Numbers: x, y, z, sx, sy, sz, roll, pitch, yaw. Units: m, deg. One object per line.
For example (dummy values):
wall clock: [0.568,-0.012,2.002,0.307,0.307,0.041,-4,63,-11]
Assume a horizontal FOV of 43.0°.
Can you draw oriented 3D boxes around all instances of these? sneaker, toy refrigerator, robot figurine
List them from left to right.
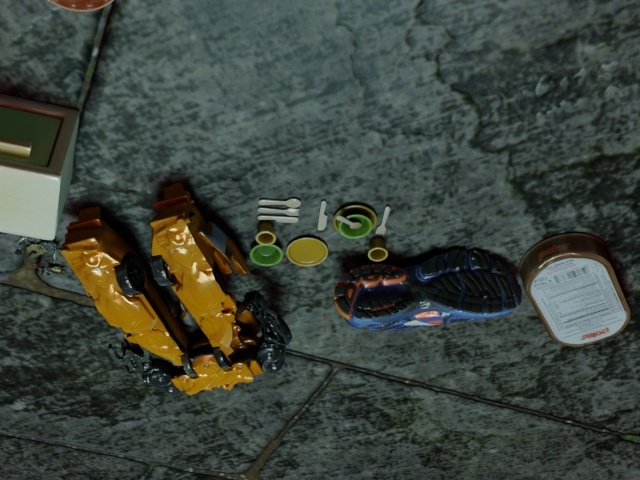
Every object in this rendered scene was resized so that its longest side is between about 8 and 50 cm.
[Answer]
toy refrigerator: [-0.368,-0.089,0.740,0.270,0.102,0.094,12,134,-13]
robot figurine: [-0.155,0.073,0.929,0.211,0.085,0.291,-13,134,11]
sneaker: [0.124,0.064,0.948,0.221,0.083,0.087,-1,156,-2]

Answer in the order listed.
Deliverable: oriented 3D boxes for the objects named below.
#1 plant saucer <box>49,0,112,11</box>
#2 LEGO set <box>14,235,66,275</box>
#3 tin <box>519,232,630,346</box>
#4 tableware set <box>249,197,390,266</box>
plant saucer: [-0.202,-0.229,0.667,0.083,0.013,0.083,-2,136,-2]
LEGO set: [-0.312,0.010,0.907,0.054,0.023,0.083,9,148,-9]
tin: [0.307,0.065,0.976,0.106,0.040,0.189,-19,134,22]
tableware set: [0.000,0.000,0.904,0.154,0.024,0.104,3,136,-6]
